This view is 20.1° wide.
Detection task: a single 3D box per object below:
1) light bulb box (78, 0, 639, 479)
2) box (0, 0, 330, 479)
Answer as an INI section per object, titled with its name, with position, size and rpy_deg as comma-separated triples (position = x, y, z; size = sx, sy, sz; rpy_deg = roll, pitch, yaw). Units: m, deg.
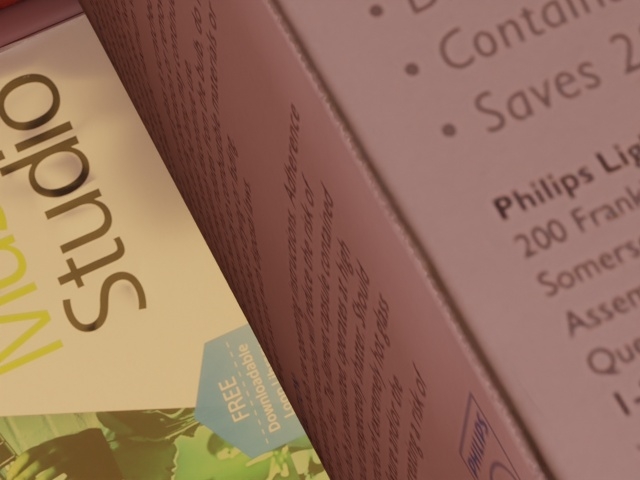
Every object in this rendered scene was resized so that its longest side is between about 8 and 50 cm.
[light bulb box]
position = 0.128, -0.095, 0.500
size = 0.358, 0.361, 0.225
rpy_deg = -22, 152, -12
[box]
position = -0.130, 0.045, 0.682
size = 0.322, 0.058, 0.232
rpy_deg = -24, 114, -7
